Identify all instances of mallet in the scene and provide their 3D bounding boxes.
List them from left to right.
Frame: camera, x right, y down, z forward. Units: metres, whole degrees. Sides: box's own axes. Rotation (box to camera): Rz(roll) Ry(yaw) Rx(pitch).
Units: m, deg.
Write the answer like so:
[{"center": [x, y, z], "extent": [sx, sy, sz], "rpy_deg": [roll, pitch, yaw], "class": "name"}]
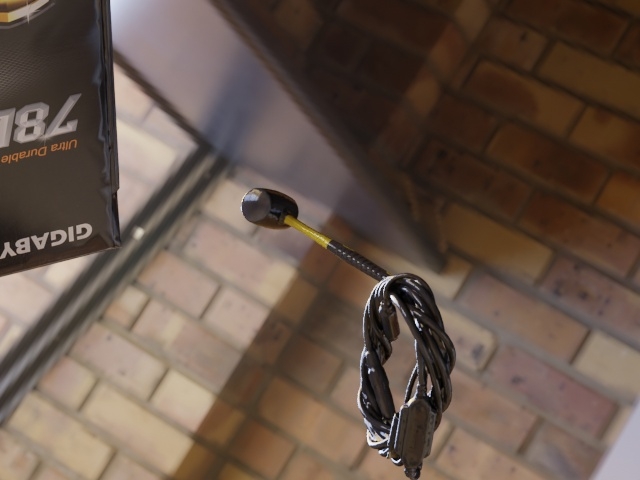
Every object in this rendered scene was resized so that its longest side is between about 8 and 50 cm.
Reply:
[{"center": [0.000, 0.000, 1.391], "extent": [0.189, 0.039, 0.062], "rpy_deg": [32, -171, 36], "class": "mallet"}]

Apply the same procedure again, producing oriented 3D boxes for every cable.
[{"center": [0.073, 0.108, 1.261], "extent": [0.047, 0.185, 0.150], "rpy_deg": [-2, -155, -15], "class": "cable"}]

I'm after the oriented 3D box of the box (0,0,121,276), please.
[{"center": [-0.286, -0.097, 0.958], "extent": [0.073, 0.295, 0.293], "rpy_deg": [45, 141, 49], "class": "box"}]
